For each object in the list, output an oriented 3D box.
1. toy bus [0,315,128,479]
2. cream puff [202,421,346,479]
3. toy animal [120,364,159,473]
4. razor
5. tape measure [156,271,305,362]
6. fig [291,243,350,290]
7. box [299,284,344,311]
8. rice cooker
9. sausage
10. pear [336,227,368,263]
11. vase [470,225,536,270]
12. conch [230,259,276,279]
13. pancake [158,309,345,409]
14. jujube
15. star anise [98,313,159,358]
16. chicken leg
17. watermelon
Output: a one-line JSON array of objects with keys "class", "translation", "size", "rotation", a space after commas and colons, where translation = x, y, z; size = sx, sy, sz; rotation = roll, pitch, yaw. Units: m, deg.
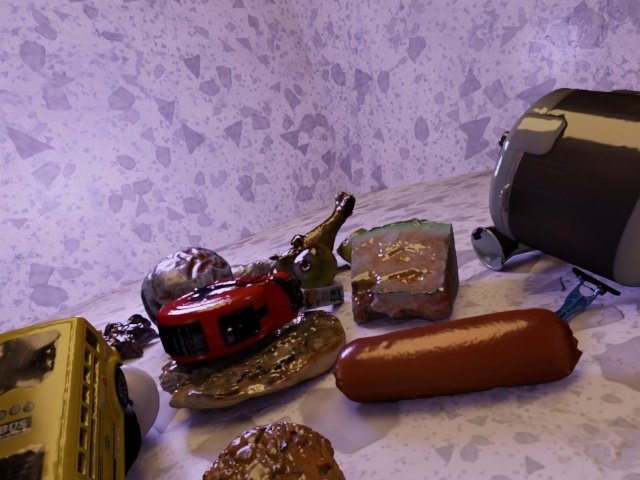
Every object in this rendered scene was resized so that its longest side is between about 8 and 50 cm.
[{"class": "toy bus", "translation": [-0.290, 0.250, 0.413], "size": [0.145, 0.151, 0.331], "rotation": [-13, 46, -15]}, {"class": "cream puff", "translation": [-0.052, 0.262, 0.431], "size": [0.150, 0.115, 0.165], "rotation": [-6, 13, 30]}, {"class": "toy animal", "translation": [-0.364, 0.288, 0.648], "size": [0.188, 0.165, 0.235], "rotation": [-3, 9, -6]}, {"class": "razor", "translation": [0.387, 0.124, 0.657], "size": [0.253, 0.042, 0.082], "rotation": [-25, 45, -29]}, {"class": "tape measure", "translation": [-0.199, 0.152, 0.839], "size": [0.254, 0.113, 0.260], "rotation": [-10, 8, 31]}, {"class": "fig", "translation": [0.012, 0.086, 1.278], "size": [0.150, 0.149, 0.245], "rotation": [-11, -10, 28]}, {"class": "box", "translation": [-0.001, 0.140, 0.990], "size": [0.041, 0.049, 0.207], "rotation": [-8, -6, 28]}, {"class": "rice cooker", "translation": [0.508, -0.110, 0.746], "size": [0.336, 0.334, 0.325], "rotation": [-23, 34, -27]}, {"class": "sausage", "translation": [0.178, 0.168, 0.579], "size": [0.349, 0.097, 0.094], "rotation": [-15, -32, 18]}, {"class": "pear", "translation": [0.130, 0.030, 1.371], "size": [0.141, 0.104, 0.141], "rotation": [-33, -16, -11]}, {"class": "vase", "translation": [0.560, -0.047, 0.999], "size": [0.361, 0.164, 0.165], "rotation": [-24, 12, -10]}, {"class": "conch", "translation": [-0.236, 0.116, 1.405], "size": [0.207, 0.130, 0.155], "rotation": [-33, 2, 16]}, {"class": "pancake", "translation": [-0.146, 0.235, 0.832], "size": [0.383, 0.071, 0.382], "rotation": [-14, 7, 2]}, {"class": "jujube", "translation": [-0.384, 0.146, 1.196], "size": [0.216, 0.246, 0.308], "rotation": [-33, 21, 15]}, {"class": "star anise", "translation": [-0.610, 0.295, 1.187], "size": [0.224, 0.108, 0.236], "rotation": [-19, 12, 13]}, {"class": "chicken leg", "translation": [0.002, 0.015, 1.387], "size": [0.361, 0.211, 0.140], "rotation": [-41, 60, -16]}, {"class": "watermelon", "translation": [0.181, 0.092, 0.936], "size": [0.265, 0.151, 0.302], "rotation": [-9, 30, 22]}]
